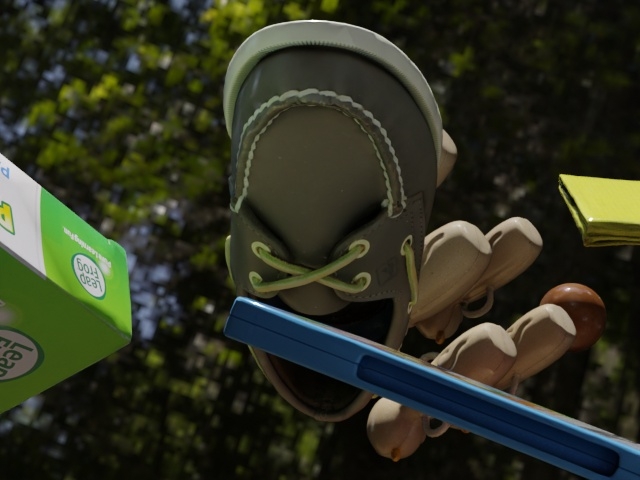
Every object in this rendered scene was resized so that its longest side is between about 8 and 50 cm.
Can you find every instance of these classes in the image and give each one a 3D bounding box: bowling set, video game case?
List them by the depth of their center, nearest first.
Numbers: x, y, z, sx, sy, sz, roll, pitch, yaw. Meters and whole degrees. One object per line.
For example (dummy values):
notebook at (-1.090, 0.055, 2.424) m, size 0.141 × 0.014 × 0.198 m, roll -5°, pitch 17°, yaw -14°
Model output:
video game case at (0.064, 0.058, 0.510) m, size 0.166 × 0.015 × 0.119 m, roll 20°, pitch -2°, yaw 20°
bowling set at (0.109, 0.072, 1.234) m, size 0.200 × 0.287 × 0.154 m, roll 32°, pitch -59°, yaw -29°

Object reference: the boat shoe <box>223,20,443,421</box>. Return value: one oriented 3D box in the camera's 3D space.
boat shoe at (0.005, 0.000, 0.844) m, size 0.109 × 0.091 × 0.305 m, roll 5°, pitch -27°, yaw 5°

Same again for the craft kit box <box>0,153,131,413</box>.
craft kit box at (-0.243, 0.017, 0.611) m, size 0.250 × 0.061 × 0.246 m, roll -29°, pitch -42°, yaw 19°

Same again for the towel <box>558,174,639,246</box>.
towel at (0.267, -0.010, 0.987) m, size 0.237 × 0.021 × 0.102 m, roll 4°, pitch 17°, yaw -3°
